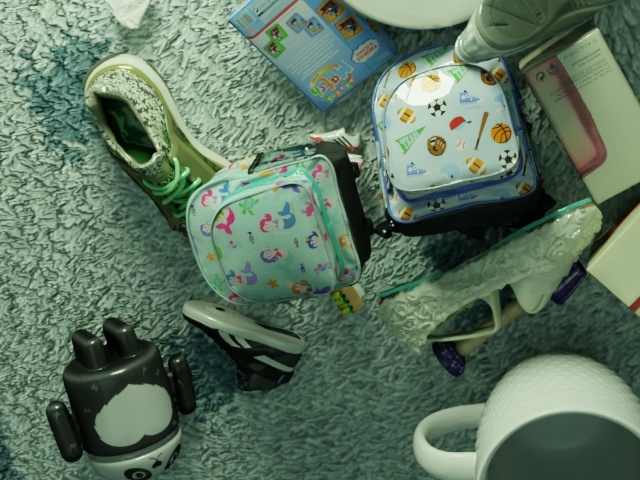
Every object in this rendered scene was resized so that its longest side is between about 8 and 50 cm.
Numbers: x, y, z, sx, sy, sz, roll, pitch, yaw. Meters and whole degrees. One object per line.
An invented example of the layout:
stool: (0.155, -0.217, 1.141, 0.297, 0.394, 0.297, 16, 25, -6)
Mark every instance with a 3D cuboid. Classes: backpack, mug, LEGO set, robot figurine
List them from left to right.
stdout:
robot figurine: (-0.335, 0.276, 1.906, 0.209, 0.173, 0.278, -10, 105, 12)
backpack: (-0.070, -0.015, 1.665, 0.253, 0.191, 0.225, -9, 108, 22)
LEGO set: (0.000, 0.000, 1.807, 0.132, 0.107, 0.287, 4, 111, 12)
backpack: (0.191, -0.159, 1.673, 0.276, 0.213, 0.263, -11, 70, 5)
mug: (0.331, 0.317, 1.753, 0.374, 0.328, 0.276, -1, 107, 8)

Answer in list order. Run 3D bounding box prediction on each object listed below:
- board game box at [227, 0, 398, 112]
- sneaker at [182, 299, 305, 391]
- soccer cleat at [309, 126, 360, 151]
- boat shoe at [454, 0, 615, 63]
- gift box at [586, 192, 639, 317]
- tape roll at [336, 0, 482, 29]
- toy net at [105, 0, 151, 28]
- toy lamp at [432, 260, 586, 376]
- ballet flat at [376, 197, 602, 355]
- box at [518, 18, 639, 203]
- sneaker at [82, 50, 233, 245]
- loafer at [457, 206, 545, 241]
board game box: (-0.010, -0.316, 1.713, 0.160, 0.039, 0.211, -36, 113, 28)
sneaker: (-0.145, 0.190, 1.905, 0.216, 0.079, 0.121, 20, 107, -1)
soccer cleat: (0.024, -0.166, 1.802, 0.083, 0.029, 0.036, 12, 100, 0)
boat shoe: (0.325, -0.346, 1.612, 0.320, 0.103, 0.118, -35, 91, -27)
gift box: (0.584, 0.011, 1.672, 0.276, 0.255, 0.258, 39, 110, 1)
tape roll: (0.142, -0.499, 1.602, 0.392, 0.072, 0.392, -2, 104, -10)
toy net: (-0.283, -0.449, 1.747, 0.122, 0.045, 0.232, 0, 109, 5)
toy lamp: (0.310, 0.118, 1.828, 0.274, 0.080, 0.080, -39, 99, 19)
ballet flat: (0.277, 0.070, 1.759, 0.409, 0.147, 0.147, -27, 102, 30)
box: (0.407, -0.195, 1.680, 0.126, 0.148, 0.232, -29, 101, 15)
sneaker: (-0.245, -0.105, 1.773, 0.158, 0.182, 0.410, -38, 99, 16)
loafer: (0.246, -0.036, 1.787, 0.223, 0.076, 0.078, -5, 99, 5)
